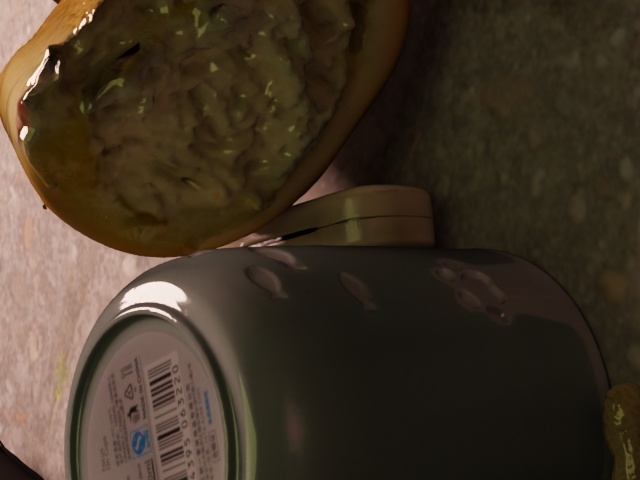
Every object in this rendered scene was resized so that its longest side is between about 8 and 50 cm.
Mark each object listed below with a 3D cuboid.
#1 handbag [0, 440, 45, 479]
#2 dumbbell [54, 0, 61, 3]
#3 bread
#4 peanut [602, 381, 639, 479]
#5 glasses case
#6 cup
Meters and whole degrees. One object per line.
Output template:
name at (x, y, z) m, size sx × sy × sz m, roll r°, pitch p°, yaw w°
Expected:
handbag at (-0.347, 0.282, 1.518) m, size 0.308 × 0.253 × 0.093 m, roll 35°, pitch 145°, yaw 27°
dumbbell at (-0.143, -0.292, 1.397) m, size 0.225 × 0.124 × 0.140 m, roll -53°, pitch 49°, yaw 35°
bread at (-0.079, -0.134, 1.223) m, size 0.316 × 0.211 × 0.270 m, roll -46°, pitch 19°, yaw -1°
peanut at (0.189, 0.127, 1.031) m, size 0.037 × 0.037 × 0.083 m, roll -12°, pitch 77°, yaw 50°
glasses case at (0.000, 0.000, 1.236) m, size 0.196 × 0.083 × 0.050 m, roll -16°, pitch 79°, yaw 51°
cup at (-0.030, 0.124, 1.114) m, size 0.356 × 0.274 × 0.260 m, roll 9°, pitch 95°, yaw 50°
